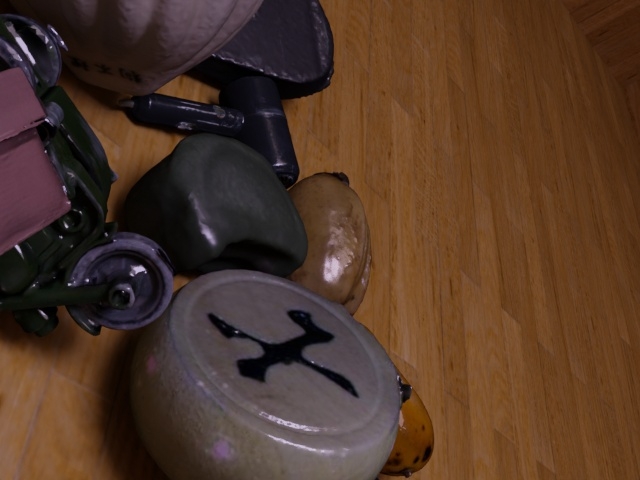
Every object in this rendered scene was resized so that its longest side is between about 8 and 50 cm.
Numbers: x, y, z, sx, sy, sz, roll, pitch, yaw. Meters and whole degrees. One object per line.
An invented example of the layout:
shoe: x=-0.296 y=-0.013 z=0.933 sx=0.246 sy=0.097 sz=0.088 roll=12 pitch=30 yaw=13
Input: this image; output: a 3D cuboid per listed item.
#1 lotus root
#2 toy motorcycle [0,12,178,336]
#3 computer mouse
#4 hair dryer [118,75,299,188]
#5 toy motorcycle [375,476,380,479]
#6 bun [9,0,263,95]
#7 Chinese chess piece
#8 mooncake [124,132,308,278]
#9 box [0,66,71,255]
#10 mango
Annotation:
lotus root: x=0.000 y=0.000 z=0.888 sx=0.125 sy=0.118 sz=0.221 roll=98 pitch=-4 yaw=-56
toy motorcycle: x=-0.222 y=-0.058 z=0.608 sx=0.275 sy=0.127 sz=0.205 roll=61 pitch=0 yaw=-21
computer mouse: x=-0.106 y=-0.257 z=0.961 sx=0.295 sy=0.087 sz=0.168 roll=8 pitch=67 yaw=-39
hair dryer: x=-0.119 y=-0.122 z=0.862 sx=0.219 sy=0.071 sz=0.124 roll=6 pitch=62 yaw=-46
toy motorcycle: x=-0.033 y=0.196 z=0.738 sx=0.229 sy=0.074 sz=0.151 roll=15 pitch=46 yaw=-39
bun: x=-0.179 y=-0.222 z=0.737 sx=0.263 sy=0.263 sz=0.175 roll=-24 pitch=130 yaw=-58
Chinese chess piece: x=-0.041 y=0.121 z=0.675 sx=0.238 sy=0.092 sz=0.238 roll=22 pitch=28 yaw=-12
mooncake: x=-0.095 y=-0.014 z=0.763 sx=0.175 sy=0.104 sz=0.168 roll=36 pitch=29 yaw=-28
box: x=-0.272 y=0.006 z=0.404 sx=0.086 sy=0.215 sz=0.215 roll=69 pitch=29 yaw=-17
mango: x=0.056 y=0.172 z=0.872 sx=0.178 sy=0.090 sz=0.115 roll=61 pitch=22 yaw=2
